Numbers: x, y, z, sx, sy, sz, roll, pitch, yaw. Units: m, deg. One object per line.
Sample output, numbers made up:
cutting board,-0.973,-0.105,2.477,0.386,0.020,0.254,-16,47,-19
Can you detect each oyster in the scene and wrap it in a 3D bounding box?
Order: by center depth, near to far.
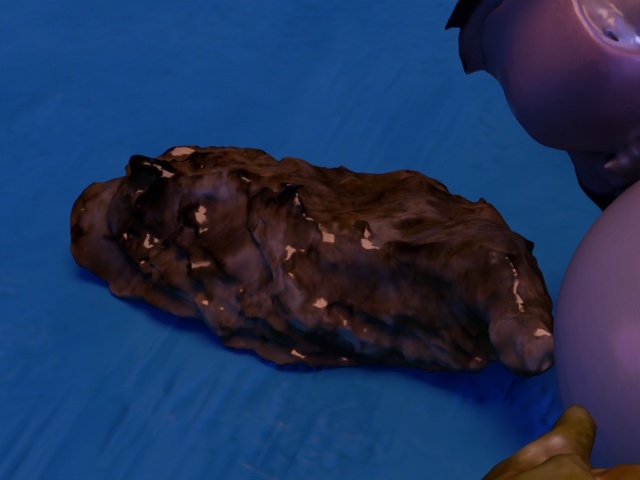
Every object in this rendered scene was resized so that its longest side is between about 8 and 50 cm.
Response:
oyster,0.025,-0.008,1.301,0.396,0.111,0.204,15,34,32

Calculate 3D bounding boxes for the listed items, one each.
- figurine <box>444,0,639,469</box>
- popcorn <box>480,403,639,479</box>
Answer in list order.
figurine,0.216,0.014,1.090,0.211,0.253,0.361,-12,63,-15
popcorn,0.099,0.226,0.834,0.276,0.276,0.225,-27,55,-32
